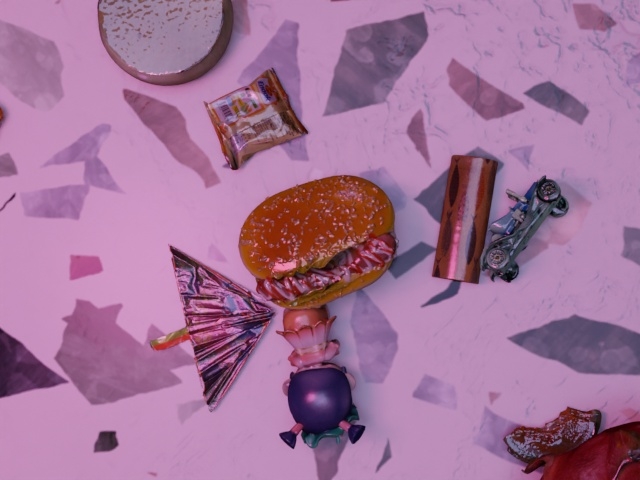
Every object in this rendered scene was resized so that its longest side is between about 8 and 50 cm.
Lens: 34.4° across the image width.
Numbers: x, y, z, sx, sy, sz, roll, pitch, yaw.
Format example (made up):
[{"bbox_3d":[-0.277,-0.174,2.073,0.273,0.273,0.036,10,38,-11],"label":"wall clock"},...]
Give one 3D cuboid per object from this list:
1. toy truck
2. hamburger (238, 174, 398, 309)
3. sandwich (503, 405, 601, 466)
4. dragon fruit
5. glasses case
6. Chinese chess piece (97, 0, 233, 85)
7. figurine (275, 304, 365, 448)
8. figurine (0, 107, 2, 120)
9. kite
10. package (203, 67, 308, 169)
[{"bbox_3d":[0.259,-0.021,1.384,0.078,0.080,0.154,37,90,27],"label":"toy truck"},{"bbox_3d":[0.000,0.000,1.364,0.210,0.116,0.173,-21,64,3],"label":"hamburger"},{"bbox_3d":[0.316,0.266,1.383,0.135,0.029,0.067,-22,86,3],"label":"sandwich"},{"bbox_3d":[0.397,0.333,1.265,0.250,0.315,0.250,12,67,-30],"label":"dragon fruit"},{"bbox_3d":[0.196,-0.029,1.404,0.065,0.041,0.169,10,88,6],"label":"glasses case"},{"bbox_3d":[-0.214,-0.309,1.434,0.188,0.083,0.188,0,89,2],"label":"Chinese chess piece"},{"bbox_3d":[-0.012,0.181,1.378,0.111,0.102,0.195,-15,87,6],"label":"figurine"},{"bbox_3d":[-0.491,-0.150,1.465,0.064,0.047,0.109,38,97,-23],"label":"figurine"},{"bbox_3d":[-0.153,0.111,1.438,0.183,0.014,0.241,-20,85,6],"label":"kite"},{"bbox_3d":[-0.094,-0.169,1.440,0.121,0.031,0.108,-27,86,-3],"label":"package"}]
